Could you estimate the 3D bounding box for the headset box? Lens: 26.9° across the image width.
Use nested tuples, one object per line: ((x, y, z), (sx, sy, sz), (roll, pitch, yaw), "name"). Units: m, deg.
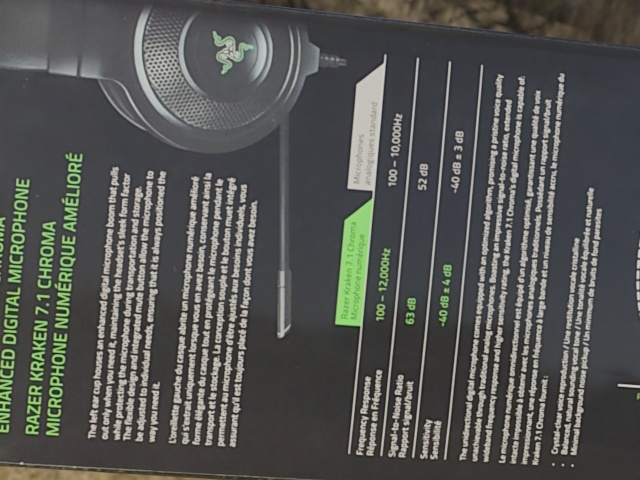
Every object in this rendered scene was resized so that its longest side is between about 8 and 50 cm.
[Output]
((0.000, 0.000, 0.472), (0.283, 0.131, 0.246), (5, 1, -8), "headset box")
